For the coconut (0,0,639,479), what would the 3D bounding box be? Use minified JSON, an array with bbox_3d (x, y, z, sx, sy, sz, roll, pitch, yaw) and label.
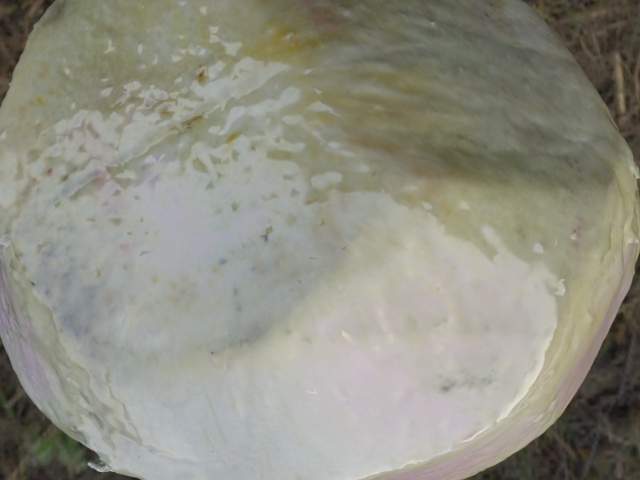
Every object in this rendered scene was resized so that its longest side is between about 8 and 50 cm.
[{"bbox_3d":[0.000,0.000,0.449,0.237,0.197,0.237,10,169,2],"label":"coconut"}]
